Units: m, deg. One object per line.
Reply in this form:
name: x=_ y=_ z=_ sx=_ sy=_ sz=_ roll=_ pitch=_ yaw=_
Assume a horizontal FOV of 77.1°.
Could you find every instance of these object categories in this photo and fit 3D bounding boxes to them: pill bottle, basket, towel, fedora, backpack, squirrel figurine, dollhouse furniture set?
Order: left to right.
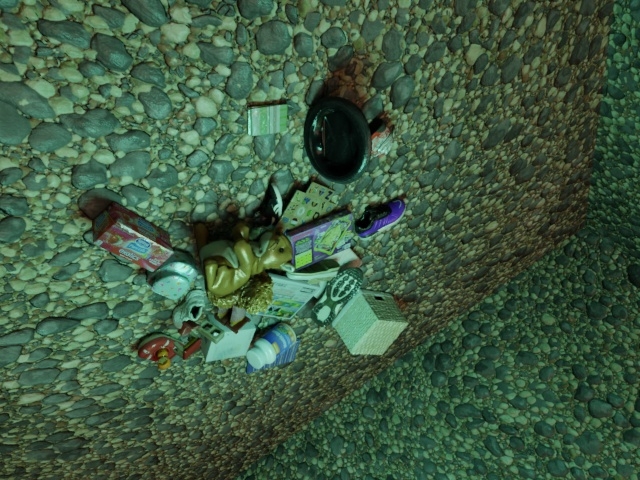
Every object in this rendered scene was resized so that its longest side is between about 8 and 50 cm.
backpack: x=-0.609 y=0.143 z=1.666 sx=0.188 sy=0.144 sz=0.166 roll=-44 pitch=133 yaw=7
dollhouse furniture set: x=-0.478 y=0.374 z=1.836 sx=0.374 sy=0.152 sz=0.201 roll=-42 pitch=155 yaw=-48
squirrel figurine: x=-0.298 y=0.113 z=1.675 sx=0.371 sy=0.281 sz=0.396 roll=-11 pitch=123 yaw=-20
towel: x=-0.194 y=-0.442 z=1.466 sx=0.152 sy=0.023 sz=0.113 roll=-15 pitch=138 yaw=-24
pill bottle: x=-0.273 y=0.585 z=2.221 sx=0.272 sy=0.152 sz=0.152 roll=-32 pitch=148 yaw=-47
towel: x=-0.294 y=0.724 z=2.503 sx=0.337 sy=0.040 sz=0.243 roll=-7 pitch=133 yaw=-28
towel: x=0.035 y=0.149 z=2.153 sx=0.332 sy=0.053 sz=0.317 roll=-38 pitch=138 yaw=5
fedora: x=0.092 y=-0.393 z=1.553 sx=0.153 sy=0.334 sz=0.333 roll=-39 pitch=150 yaw=-44
basket: x=0.319 y=0.516 z=2.529 sx=0.329 sy=0.266 sz=0.331 roll=14 pitch=118 yaw=-40

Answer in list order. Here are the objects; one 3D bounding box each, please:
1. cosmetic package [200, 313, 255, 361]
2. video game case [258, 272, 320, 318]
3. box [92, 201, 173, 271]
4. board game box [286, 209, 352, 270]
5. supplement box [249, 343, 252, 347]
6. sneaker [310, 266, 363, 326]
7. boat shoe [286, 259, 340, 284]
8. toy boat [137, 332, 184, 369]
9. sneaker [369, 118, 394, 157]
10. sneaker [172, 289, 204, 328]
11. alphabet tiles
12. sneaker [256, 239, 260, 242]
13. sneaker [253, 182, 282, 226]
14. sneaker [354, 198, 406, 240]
cosmetic package: x=-0.484 y=0.495 z=2.088 sx=0.225 sy=0.138 sz=0.223 roll=-2 pitch=130 yaw=-33
video game case: x=-0.212 y=0.300 z=2.105 sx=0.329 sy=0.036 sz=0.300 roll=17 pitch=127 yaw=-38
box: x=-0.686 y=-0.010 z=1.478 sx=0.123 sy=0.128 sz=0.257 roll=-40 pitch=138 yaw=7
board game box: x=0.000 y=0.000 z=1.901 sx=0.347 sy=0.056 sz=0.208 roll=-22 pitch=135 yaw=-28
supplement box: x=-0.436 y=0.581 z=2.275 sx=0.062 sy=0.036 sz=0.098 roll=-28 pitch=139 yaw=-7
sneaker: x=0.095 y=0.283 z=2.212 sx=0.410 sy=0.158 sz=0.182 roll=-52 pitch=179 yaw=24
boat shoe: x=-0.039 y=0.168 z=2.000 sx=0.303 sy=0.113 sz=0.103 roll=-2 pitch=123 yaw=-33
toy boat: x=-0.769 y=0.556 z=1.950 sx=0.151 sy=0.151 sz=0.231 roll=-39 pitch=139 yaw=5
sneaker: x=0.199 y=-0.379 z=1.722 sx=0.270 sy=0.090 sz=0.145 roll=-44 pitch=136 yaw=8
sneaker: x=-0.615 y=0.342 z=1.870 sx=0.091 sy=0.115 sz=0.232 roll=16 pitch=119 yaw=-41
alphabet tiles: x=-0.071 y=-0.098 z=1.818 sx=0.285 sy=0.011 sz=0.342 roll=12 pitch=113 yaw=-53
sneaker: x=-0.318 y=0.073 z=1.818 sx=0.276 sy=0.097 sz=0.135 roll=-45 pitch=137 yaw=11
sneaker: x=-0.228 y=-0.135 z=1.689 sx=0.121 sy=0.079 sz=0.216 roll=-20 pitch=139 yaw=-18
sneaker: x=0.295 y=-0.123 z=2.021 sx=0.293 sy=0.102 sz=0.146 roll=-38 pitch=138 yaw=5
